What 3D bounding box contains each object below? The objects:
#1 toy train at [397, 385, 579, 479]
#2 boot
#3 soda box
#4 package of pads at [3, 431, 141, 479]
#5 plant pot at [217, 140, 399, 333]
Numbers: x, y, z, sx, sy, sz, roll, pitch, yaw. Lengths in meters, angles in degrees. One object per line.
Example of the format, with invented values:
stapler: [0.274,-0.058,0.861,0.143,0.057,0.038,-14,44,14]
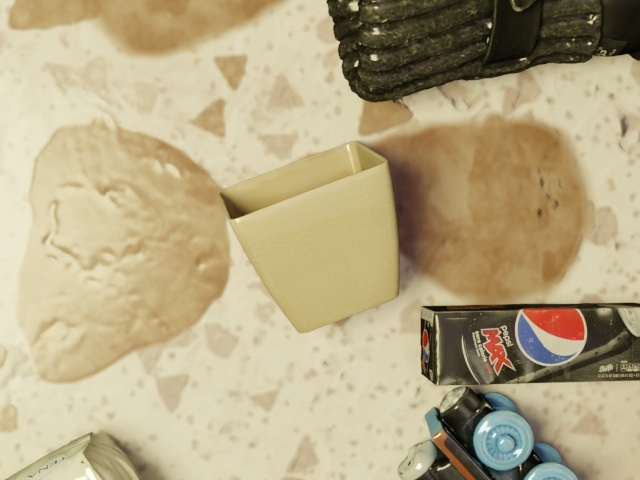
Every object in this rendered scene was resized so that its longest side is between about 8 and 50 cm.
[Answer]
toy train: [0.135,0.192,0.761,0.105,0.080,0.184,-43,95,3]
boot: [0.125,-0.274,0.723,0.260,0.131,0.348,-5,92,-5]
soda box: [0.159,0.073,0.768,0.168,0.060,0.053,-1,90,-5]
package of pads: [-0.169,0.306,0.721,0.229,0.101,0.296,-31,94,-4]
plant pot: [0.000,0.000,0.734,0.109,0.109,0.096,-21,105,-5]
